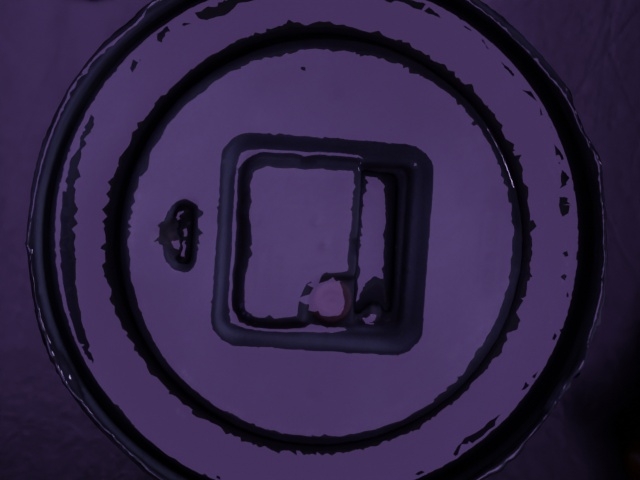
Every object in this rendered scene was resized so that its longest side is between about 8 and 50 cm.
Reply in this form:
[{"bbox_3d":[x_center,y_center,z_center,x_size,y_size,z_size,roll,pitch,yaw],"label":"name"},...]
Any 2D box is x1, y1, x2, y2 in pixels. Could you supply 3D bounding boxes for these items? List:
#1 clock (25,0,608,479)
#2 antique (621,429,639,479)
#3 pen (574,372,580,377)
[{"bbox_3d":[0.000,0.000,0.740,0.325,0.067,0.325,0,93,-4],"label":"clock"},{"bbox_3d":[0.320,0.123,0.772,0.278,0.129,0.223,-27,101,-1],"label":"antique"},{"bbox_3d":[0.060,0.099,0.797,0.204,0.025,0.025,-13,100,-4],"label":"pen"}]
